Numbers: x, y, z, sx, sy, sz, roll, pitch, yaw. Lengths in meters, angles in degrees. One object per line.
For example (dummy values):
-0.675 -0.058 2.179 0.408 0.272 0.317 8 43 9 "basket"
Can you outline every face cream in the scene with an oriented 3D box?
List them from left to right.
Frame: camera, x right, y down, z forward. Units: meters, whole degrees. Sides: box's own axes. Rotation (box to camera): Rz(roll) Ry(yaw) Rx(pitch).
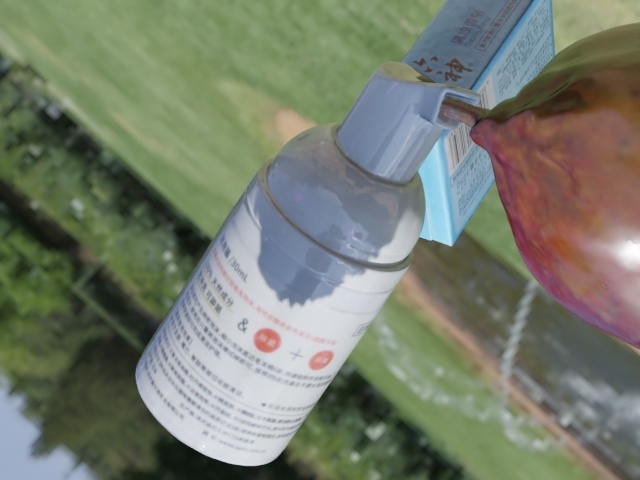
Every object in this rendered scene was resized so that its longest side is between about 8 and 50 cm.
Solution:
0.000 0.000 1.462 0.145 0.369 0.145 27 -154 -14 "face cream"

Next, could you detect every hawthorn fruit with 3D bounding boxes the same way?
0.188 -0.035 1.087 0.248 0.208 0.208 15 180 -10 "hawthorn fruit"

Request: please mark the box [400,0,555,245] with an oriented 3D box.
0.132 -0.128 1.690 0.083 0.232 0.142 17 144 25 "box"
